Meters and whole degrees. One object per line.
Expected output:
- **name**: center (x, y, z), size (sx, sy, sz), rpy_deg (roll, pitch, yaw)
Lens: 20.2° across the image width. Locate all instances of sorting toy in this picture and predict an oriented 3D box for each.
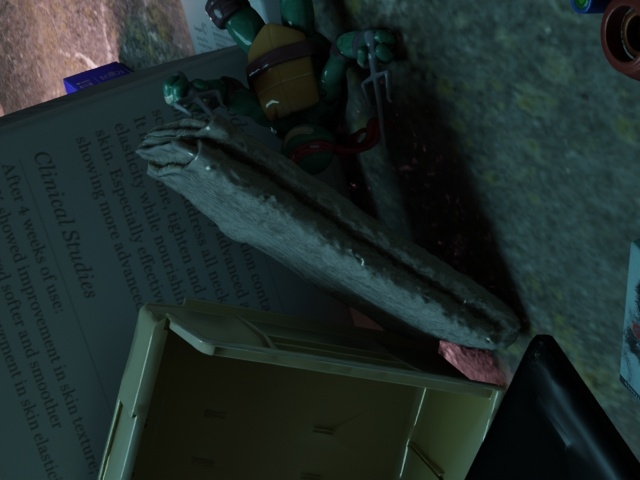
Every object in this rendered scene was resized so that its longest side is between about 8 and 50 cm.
- **sorting toy**: center (0.164, -0.132, 0.924), size (0.061, 0.042, 0.102), rpy_deg (-14, 84, 58)

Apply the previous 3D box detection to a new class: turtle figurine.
- **turtle figurine**: center (-0.032, -0.134, 1.351), size (0.118, 0.175, 0.234), rpy_deg (63, -172, -69)

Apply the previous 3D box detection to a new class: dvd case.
- **dvd case**: center (0.206, 0.067, 1.053), size (0.087, 0.013, 0.119), rpy_deg (54, 158, 42)

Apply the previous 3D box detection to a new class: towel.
- **towel**: center (0.000, 0.000, 1.301), size (0.282, 0.049, 0.187), rpy_deg (32, 172, -15)

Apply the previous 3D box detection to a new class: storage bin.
- **storage bin**: center (-0.031, 0.196, 1.370), size (0.123, 0.260, 0.262), rpy_deg (-137, 60, -66)

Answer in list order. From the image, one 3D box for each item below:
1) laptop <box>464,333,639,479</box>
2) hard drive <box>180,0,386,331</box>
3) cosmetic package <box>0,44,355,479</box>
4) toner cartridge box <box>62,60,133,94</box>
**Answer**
- **laptop**: center (0.242, 0.293, 0.975), size (0.382, 0.236, 0.408), rpy_deg (58, 148, 33)
- **hard drive**: center (-0.041, -0.090, 1.591), size (0.233, 0.047, 0.353), rpy_deg (30, 137, 65)
- **cosmetic package**: center (-0.219, 0.050, 1.542), size (0.327, 0.393, 0.329), rpy_deg (5, 115, 71)
- **toner cartridge box**: center (-0.195, -0.085, 2.034), size (0.348, 0.075, 0.165), rpy_deg (38, 145, 61)
